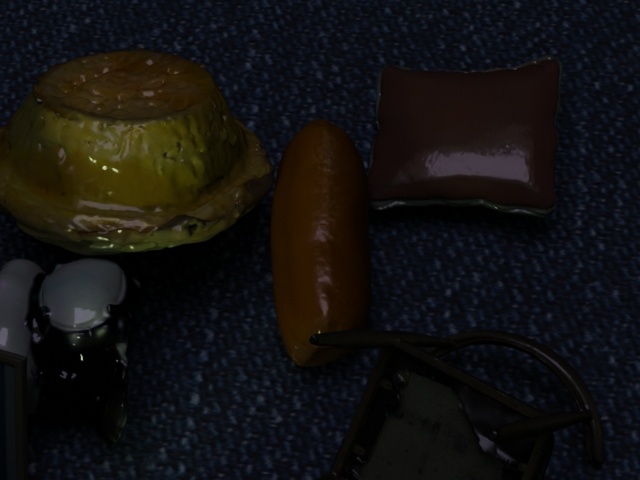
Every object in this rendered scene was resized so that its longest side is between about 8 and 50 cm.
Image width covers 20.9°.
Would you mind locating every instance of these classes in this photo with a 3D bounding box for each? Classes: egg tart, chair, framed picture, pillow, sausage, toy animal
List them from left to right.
[{"bbox_3d":[-0.288,0.143,1.417,0.109,0.149,0.011,15,32,17],"label":"framed picture"},{"bbox_3d":[-0.240,0.089,1.456,0.179,0.138,0.166,3,29,1],"label":"toy animal"},{"bbox_3d":[-0.175,-0.087,1.552,0.288,0.118,0.288,3,31,-2],"label":"egg tart"},{"bbox_3d":[0.000,0.000,1.533,0.098,0.098,0.238,-4,58,2],"label":"sausage"},{"bbox_3d":[0.095,0.168,1.367,0.188,0.166,0.272,27,16,24],"label":"chair"},{"bbox_3d":[0.134,-0.093,1.613,0.179,0.075,0.171,0,58,12],"label":"pillow"}]
